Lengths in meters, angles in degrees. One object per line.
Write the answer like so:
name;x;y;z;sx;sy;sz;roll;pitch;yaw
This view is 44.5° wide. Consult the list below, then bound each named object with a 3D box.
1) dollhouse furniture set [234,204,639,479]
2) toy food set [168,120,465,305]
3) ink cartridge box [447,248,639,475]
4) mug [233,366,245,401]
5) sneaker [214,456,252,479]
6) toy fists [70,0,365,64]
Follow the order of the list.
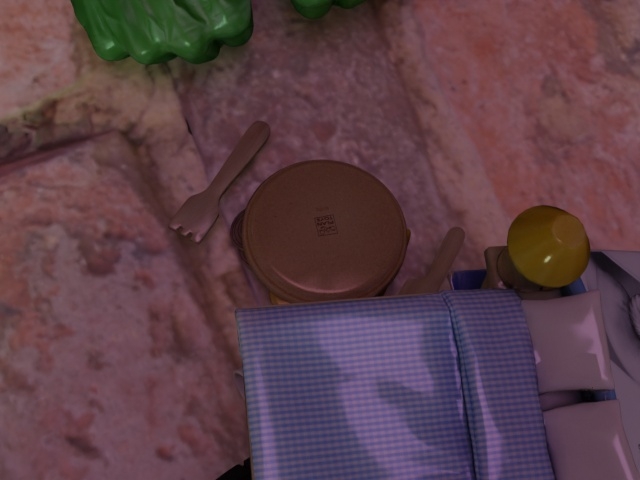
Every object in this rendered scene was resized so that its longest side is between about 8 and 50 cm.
dollhouse furniture set;0.023;0.122;0.322;0.286;0.198;0.303;-2;73;-10
toy food set;0.000;0.000;0.585;0.192;0.038;0.132;30;67;9
ink cartridge box;0.193;0.114;0.502;0.224;0.045;0.223;0;72;-42
mug;-0.016;0.104;0.547;0.064;0.078;0.062;-34;46;-22
sneaker;0.051;0.165;0.522;0.283;0.107;0.124;-24;119;-26
toy fists;-0.054;-0.221;0.593;0.279;0.096;0.142;-21;86;-3
